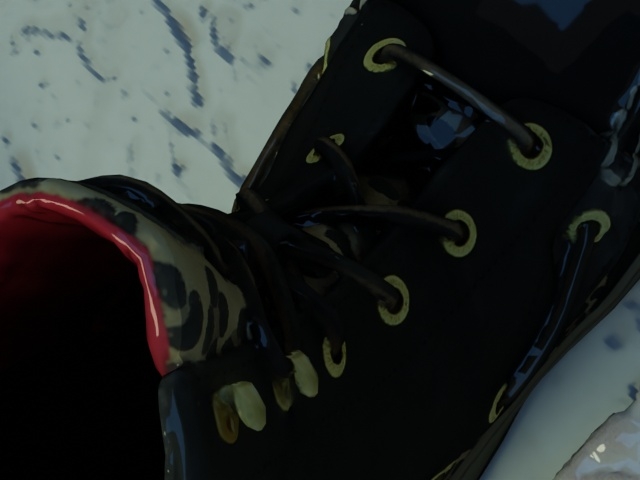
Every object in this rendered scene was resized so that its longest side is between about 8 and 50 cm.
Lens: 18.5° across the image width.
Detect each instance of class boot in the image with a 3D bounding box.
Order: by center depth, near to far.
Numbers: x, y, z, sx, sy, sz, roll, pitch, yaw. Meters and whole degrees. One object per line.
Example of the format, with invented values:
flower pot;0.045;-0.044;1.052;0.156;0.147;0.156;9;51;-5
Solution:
boot;0.000;0.000;0.619;0.138;0.284;0.377;37;107;18

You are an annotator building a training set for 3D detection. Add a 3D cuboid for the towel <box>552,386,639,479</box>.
towel;0.206;0.175;0.664;0.317;0.053;0.332;47;108;16
